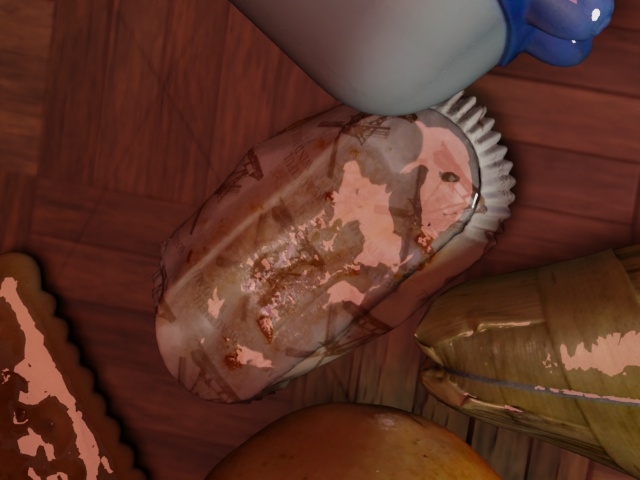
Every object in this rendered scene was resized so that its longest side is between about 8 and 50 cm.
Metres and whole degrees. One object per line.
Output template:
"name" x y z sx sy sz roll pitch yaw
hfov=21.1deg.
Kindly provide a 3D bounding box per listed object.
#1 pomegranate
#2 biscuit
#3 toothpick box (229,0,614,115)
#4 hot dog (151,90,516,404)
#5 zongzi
"pomegranate" 0.007 0.221 1.044 0.270 0.229 0.252 28 135 36
"biscuit" -0.217 0.188 1.194 0.217 0.044 0.324 -26 92 16
"toothpick box" 0.020 -0.225 0.946 0.355 0.263 0.263 45 107 3
"hot dog" 0.000 0.000 1.086 0.268 0.075 0.144 -35 85 21
"zongzi" 0.195 0.123 1.042 0.228 0.115 0.256 -14 104 16
